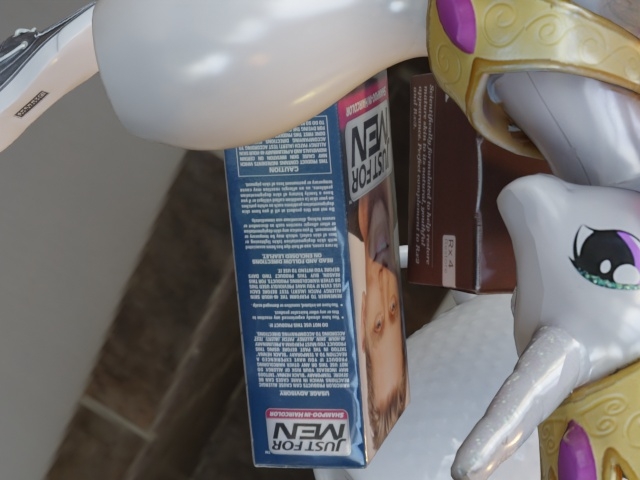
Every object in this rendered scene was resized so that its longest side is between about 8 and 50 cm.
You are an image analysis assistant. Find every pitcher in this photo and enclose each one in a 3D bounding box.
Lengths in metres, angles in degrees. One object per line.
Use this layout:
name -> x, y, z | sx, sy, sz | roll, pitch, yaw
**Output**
pitcher -> -0.028, -0.141, 0.853 | 0.178, 0.207, 0.125 | 65, 16, -46

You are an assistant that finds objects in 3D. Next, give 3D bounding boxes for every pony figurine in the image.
pony figurine -> 0.133, -0.076, 0.558 | 0.351, 0.363, 0.303 | -2, 159, -41

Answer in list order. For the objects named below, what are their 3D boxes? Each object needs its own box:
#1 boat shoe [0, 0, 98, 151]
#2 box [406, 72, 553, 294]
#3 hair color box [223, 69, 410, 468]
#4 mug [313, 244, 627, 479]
boat shoe -> -0.384, -0.237, 2.023 | 0.301, 0.102, 0.108 | -40, 160, 13
box -> 0.273, -0.050, 1.351 | 0.143, 0.381, 0.191 | -176, -93, -65
hair color box -> 0.000, 0.000, 1.277 | 0.174, 0.105, 0.347 | -40, 128, -69
mug -> 0.145, 0.180, 1.684 | 0.328, 0.374, 0.276 | -29, 174, -20
